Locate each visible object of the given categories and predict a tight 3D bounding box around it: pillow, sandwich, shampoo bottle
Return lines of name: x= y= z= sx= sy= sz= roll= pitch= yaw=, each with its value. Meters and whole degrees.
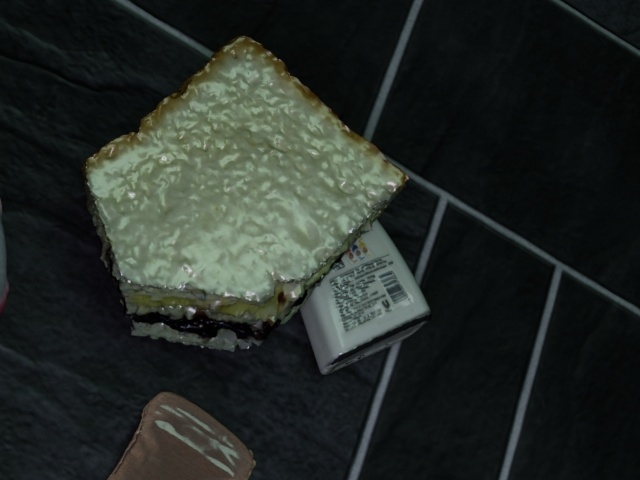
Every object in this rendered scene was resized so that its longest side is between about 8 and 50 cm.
pillow: x=-0.153 y=0.250 z=1.847 sx=0.135 sy=0.034 sz=0.211 roll=37 pitch=48 yaw=-2
sandwich: x=-0.101 y=-0.032 z=1.953 sx=0.262 sy=0.131 sz=0.325 roll=41 pitch=62 yaw=8
shampoo bottle: x=0.000 y=0.000 z=2.070 sx=0.153 sy=0.071 sz=0.284 roll=-20 pitch=71 yaw=-32

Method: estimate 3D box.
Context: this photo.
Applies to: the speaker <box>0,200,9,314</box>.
speaker: x=-0.414 y=-0.022 z=1.698 sx=0.294 sy=0.294 sz=0.294 roll=15 pitch=56 yaw=-23
